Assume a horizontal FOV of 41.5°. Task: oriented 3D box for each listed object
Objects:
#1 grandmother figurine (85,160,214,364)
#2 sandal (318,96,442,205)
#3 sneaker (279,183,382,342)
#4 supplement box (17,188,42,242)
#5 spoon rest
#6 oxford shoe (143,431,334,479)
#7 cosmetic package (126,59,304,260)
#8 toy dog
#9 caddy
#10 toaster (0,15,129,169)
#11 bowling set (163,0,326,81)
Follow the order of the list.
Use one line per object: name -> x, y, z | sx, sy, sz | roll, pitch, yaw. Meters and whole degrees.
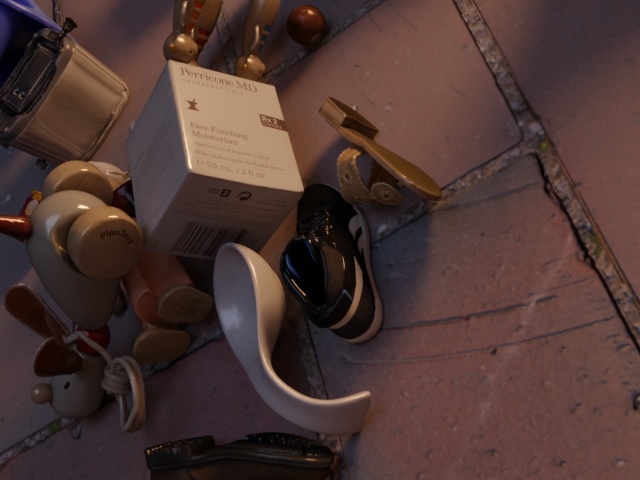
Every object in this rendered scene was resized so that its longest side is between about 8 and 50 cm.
grandmother figurine -> -0.257, -0.001, 1.137 | 0.208, 0.104, 0.342 | -52, 48, 11
sandal -> 0.052, -0.079, 0.976 | 0.079, 0.088, 0.240 | -56, 40, 17
sneaker -> 0.000, 0.000, 0.935 | 0.079, 0.121, 0.217 | -32, 52, 18
supplement box -> -0.444, -0.032, 1.329 | 0.055, 0.043, 0.083 | 17, 78, 40
spoon rest -> -0.057, 0.108, 0.932 | 0.276, 0.084, 0.137 | 44, 135, 40
oxford shoe -> -0.082, 0.257, 0.905 | 0.227, 0.082, 0.096 | -12, 83, 29
cosmetic package -> -0.134, -0.092, 1.032 | 0.151, 0.151, 0.184 | -50, 44, 40
toy dog -> -0.320, 0.072, 1.010 | 0.220, 0.160, 0.334 | 10, 101, 57
caddy -> -0.572, -0.364, 1.468 | 0.341, 0.241, 0.179 | 22, 87, 41
toaster -> -0.408, -0.225, 1.334 | 0.129, 0.146, 0.227 | 30, 87, 41
bowling set -> -0.103, -0.261, 1.126 | 0.287, 0.199, 0.154 | -97, 23, -79
